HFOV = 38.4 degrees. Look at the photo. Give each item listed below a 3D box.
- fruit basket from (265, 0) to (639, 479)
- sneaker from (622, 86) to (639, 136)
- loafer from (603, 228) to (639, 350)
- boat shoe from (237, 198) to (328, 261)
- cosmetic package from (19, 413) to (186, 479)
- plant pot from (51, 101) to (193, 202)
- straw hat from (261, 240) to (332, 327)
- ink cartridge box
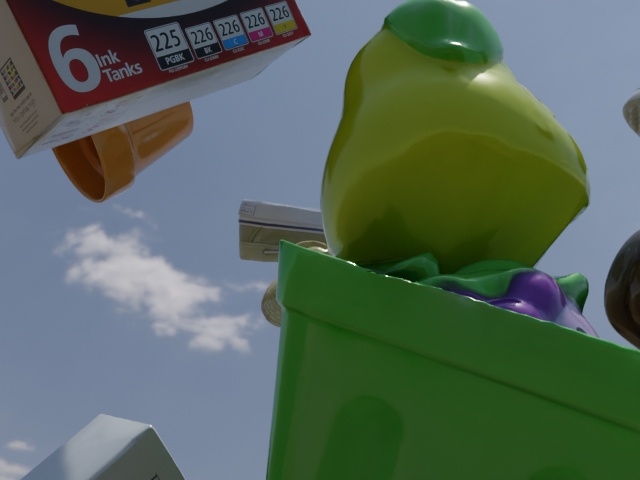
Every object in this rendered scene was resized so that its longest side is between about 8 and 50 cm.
[{"bbox_3d":[0.111,0.036,0.595,0.282,0.392,0.392,18,-27,14],"label":"fruit basket"},{"bbox_3d":[0.465,-0.171,0.971,0.126,0.127,0.321,48,-11,-19],"label":"sneaker"},{"bbox_3d":[0.395,0.112,0.734,0.366,0.134,0.130,25,-2,-17],"label":"loafer"},{"bbox_3d":[0.000,0.000,1.430,0.302,0.094,0.109,8,4,-31],"label":"boat shoe"},{"bbox_3d":[-0.158,0.366,0.677,0.097,0.284,0.377,-2,-60,52],"label":"cosmetic package"},{"bbox_3d":[-0.314,-0.190,1.457,0.205,0.188,0.205,38,-36,34],"label":"plant pot"},{"bbox_3d":[-0.013,0.034,1.084,0.144,0.144,0.061,-4,-53,24],"label":"straw hat"},{"bbox_3d":[-0.207,-0.266,0.913,0.130,0.309,0.272,-24,-86,51],"label":"ink cartridge box"}]
